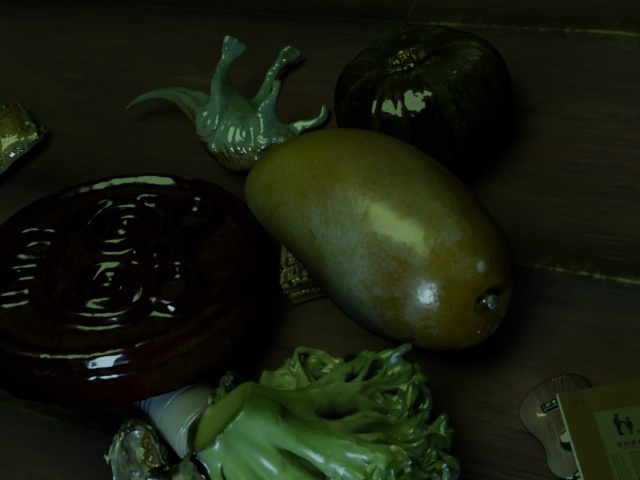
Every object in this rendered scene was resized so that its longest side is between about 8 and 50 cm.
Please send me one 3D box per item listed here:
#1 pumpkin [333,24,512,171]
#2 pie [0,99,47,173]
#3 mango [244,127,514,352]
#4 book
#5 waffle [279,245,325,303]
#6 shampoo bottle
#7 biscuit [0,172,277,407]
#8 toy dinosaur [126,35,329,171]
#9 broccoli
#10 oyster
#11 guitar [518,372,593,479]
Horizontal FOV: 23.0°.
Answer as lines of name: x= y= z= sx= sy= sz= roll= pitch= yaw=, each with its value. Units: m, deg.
pumpkin: x=0.125 y=-0.169 z=1.919 sx=0.224 sy=0.157 sz=0.223 roll=-12 pitch=37 yaw=9
pie: x=-0.541 y=-0.112 z=2.381 sx=0.282 sy=0.068 sz=0.128 roll=-36 pitch=46 yaw=0
mango: x=0.064 y=-0.010 z=1.789 sx=0.384 sy=0.221 sz=0.199 roll=28 pitch=66 yaw=38
book: x=0.314 y=0.215 z=1.575 sx=0.118 sy=0.012 sz=0.172 roll=-8 pitch=49 yaw=-4
waffle: x=0.000 y=0.000 z=1.955 sx=0.102 sy=0.042 sz=0.148 roll=-16 pitch=51 yaw=24
shampoo bottle: x=-0.184 y=0.183 z=1.907 sx=0.092 sy=0.092 sz=0.303 roll=-47 pitch=45 yaw=-5
biscuit: x=-0.257 y=0.044 z=1.955 sx=0.407 sy=0.091 sz=0.407 roll=-7 pitch=38 yaw=6
toy dinosaur: x=-0.125 y=-0.188 z=2.148 sx=0.393 sy=0.092 sz=0.205 roll=6 pitch=68 yaw=27
broccoli: x=-0.011 y=0.256 z=1.661 sx=0.334 sy=0.272 sz=0.324 roll=-33 pitch=6 yaw=18
oyster: x=-0.201 y=0.290 z=1.847 sx=0.105 sy=0.056 sz=0.177 roll=-48 pitch=61 yaw=36
guitar: x=0.276 y=0.251 z=1.588 sx=0.084 sy=0.038 sz=0.271 roll=-30 pitch=45 yaw=13
